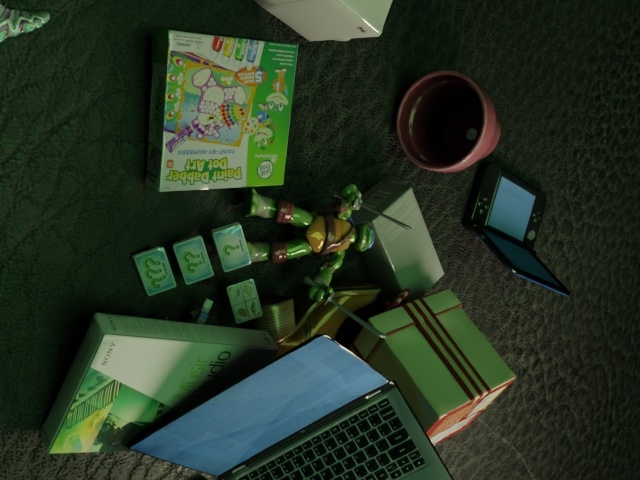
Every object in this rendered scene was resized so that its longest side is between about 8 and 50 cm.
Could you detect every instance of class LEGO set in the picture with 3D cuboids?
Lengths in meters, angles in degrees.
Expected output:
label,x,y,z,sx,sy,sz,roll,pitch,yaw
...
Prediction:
label,x,y,z,sx,sy,sz,roll,pitch,yaw
LEGO set,-0.188,0.111,1.162,0.182,0.060,0.244,-18,116,-13

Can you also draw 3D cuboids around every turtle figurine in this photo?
label,x,y,z,sx,sy,sz,roll,pitch,yaw
turtle figurine,0.000,0.000,1.219,0.266,0.274,0.197,6,131,-20

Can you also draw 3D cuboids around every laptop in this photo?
label,x,y,z,sx,sy,sz,roll,pitch,yaw
laptop,-0.023,0.397,1.156,0.408,0.382,0.236,59,13,4

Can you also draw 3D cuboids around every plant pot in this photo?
label,x,y,z,sx,sy,sz,roll,pitch,yaw
plant pot,0.284,-0.238,1.455,0.180,0.201,0.201,0,99,-57

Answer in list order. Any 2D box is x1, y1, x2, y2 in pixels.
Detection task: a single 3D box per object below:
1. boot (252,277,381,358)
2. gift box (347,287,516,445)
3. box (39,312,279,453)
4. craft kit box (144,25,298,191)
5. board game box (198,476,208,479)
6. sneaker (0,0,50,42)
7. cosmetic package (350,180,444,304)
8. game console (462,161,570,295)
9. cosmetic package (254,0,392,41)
label,x,y,z,sx,sy,sz,roll,pitch,yaw
boot,-0.001,0.197,1.339,0.283,0.109,0.220,-14,107,-36
gift box,0.197,0.259,1.392,0.276,0.258,0.255,-13,146,-40
box,-0.249,0.237,1.118,0.322,0.058,0.232,13,114,-40
craft kit box,-0.159,-0.209,1.136,0.250,0.061,0.246,-8,115,-40
board game box,-0.294,0.539,1.217,0.260,0.030,0.136,-23,115,-35
sneaker,-0.417,-0.307,0.926,0.098,0.038,0.069,-36,121,-30
cosmetic package,0.154,0.010,1.443,0.127,0.107,0.238,-40,125,-27
game console,0.502,-0.027,1.684,0.293,0.173,0.250,20,86,-42
cosmetic package,0.054,-0.538,1.179,0.155,0.197,0.365,27,80,-41
